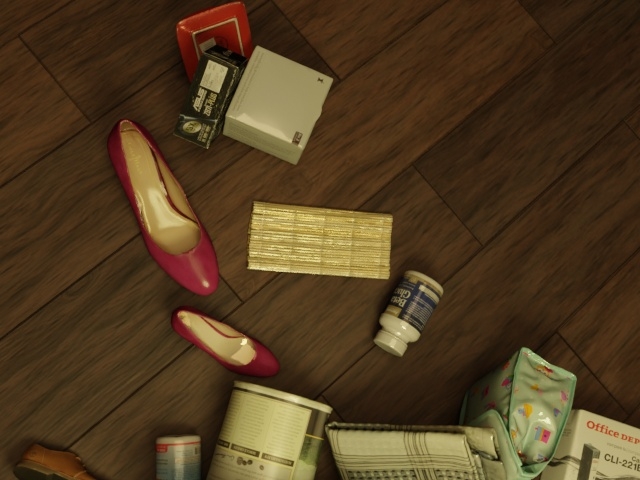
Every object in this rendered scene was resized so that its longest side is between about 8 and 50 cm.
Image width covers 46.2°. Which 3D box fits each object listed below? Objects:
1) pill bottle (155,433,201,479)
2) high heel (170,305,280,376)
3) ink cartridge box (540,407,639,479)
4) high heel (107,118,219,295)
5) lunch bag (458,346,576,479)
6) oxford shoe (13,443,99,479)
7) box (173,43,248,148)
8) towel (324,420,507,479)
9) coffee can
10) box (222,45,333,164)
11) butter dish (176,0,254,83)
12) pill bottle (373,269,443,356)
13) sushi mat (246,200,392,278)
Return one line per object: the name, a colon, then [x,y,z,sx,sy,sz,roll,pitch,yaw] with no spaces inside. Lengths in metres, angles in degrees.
pill bottle: [-0.273,0.457,1.447,0.087,0.087,0.160,-1,78,-11]
high heel: [-0.186,0.203,1.499,0.244,0.117,0.082,33,74,-2]
ink cartridge box: [0.579,0.510,1.580,0.197,0.114,0.272,19,75,-6]
high heel: [-0.315,-0.061,1.497,0.127,0.181,0.377,-34,86,-15]
lunch bag: [0.367,0.378,1.475,0.160,0.223,0.262,30,52,-3]
oxford shoe: [-0.465,0.445,1.427,0.212,0.076,0.076,30,35,-13]
box: [-0.224,-0.298,1.544,0.078,0.147,0.180,23,111,-5]
towel: [0.191,0.468,1.394,0.324,0.056,0.312,-5,116,23]
coffee can: [-0.107,0.426,1.424,0.202,0.201,0.275,17,76,-7]
box: [-0.093,-0.288,1.618,0.182,0.119,0.180,23,75,-5]
butter dish: [-0.241,-0.443,1.626,0.160,0.160,0.118,-25,48,-16]
pill bottle: [0.182,0.156,1.590,0.094,0.094,0.169,32,74,-3]
sushi mat: [0.000,0.000,1.628,0.317,0.019,0.151,5,79,-10]
